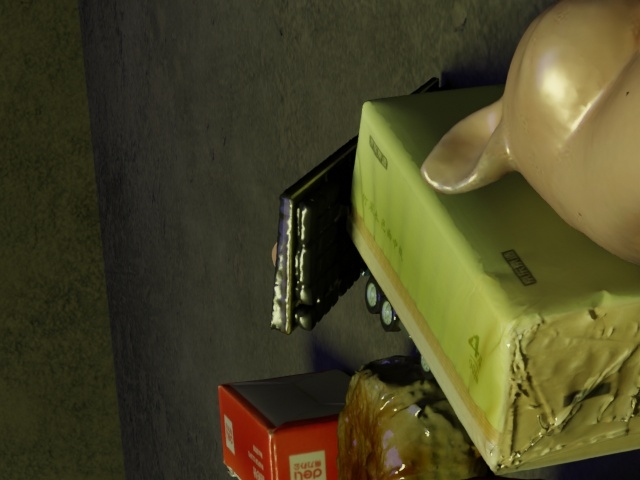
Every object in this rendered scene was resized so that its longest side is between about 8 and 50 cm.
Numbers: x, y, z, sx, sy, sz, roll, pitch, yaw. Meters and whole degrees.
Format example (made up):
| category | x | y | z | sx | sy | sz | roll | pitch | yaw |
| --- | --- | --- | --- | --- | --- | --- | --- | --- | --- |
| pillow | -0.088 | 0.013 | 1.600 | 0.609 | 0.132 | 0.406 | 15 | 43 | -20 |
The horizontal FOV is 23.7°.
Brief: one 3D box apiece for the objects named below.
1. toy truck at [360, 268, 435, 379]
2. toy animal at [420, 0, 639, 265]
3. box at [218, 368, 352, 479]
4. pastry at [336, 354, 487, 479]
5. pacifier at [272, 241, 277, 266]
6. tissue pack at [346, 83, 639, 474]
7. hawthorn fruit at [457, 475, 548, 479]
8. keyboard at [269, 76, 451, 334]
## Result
| category | x | y | z | sx | sy | sz | roll | pitch | yaw |
| --- | --- | --- | --- | --- | --- | --- | --- | --- | --- |
| toy truck | 0.092 | 0.035 | 1.175 | 0.202 | 0.074 | 0.088 | -128 | 44 | -59 |
| toy animal | 0.181 | -0.059 | 0.729 | 0.250 | 0.166 | 0.154 | 15 | 92 | 67 |
| box | -0.010 | 0.191 | 1.435 | 0.182 | 0.133 | 0.099 | -157 | 60 | -68 |
| pastry | 0.073 | 0.191 | 1.243 | 0.182 | 0.093 | 0.193 | -176 | 84 | -73 |
| pacifier | 0.000 | 0.000 | 1.468 | 0.078 | 0.081 | 0.099 | 41 | -118 | -69 |
| tissue pack | 0.130 | 0.011 | 0.891 | 0.234 | 0.159 | 0.125 | -118 | 26 | -49 |
| hawthorn fruit | 0.110 | 0.277 | 0.935 | 0.307 | 0.265 | 0.265 | 68 | -171 | -73 |
| keyboard | 0.038 | -0.030 | 1.075 | 0.317 | 0.027 | 0.106 | -44 | -39 | -61 |
